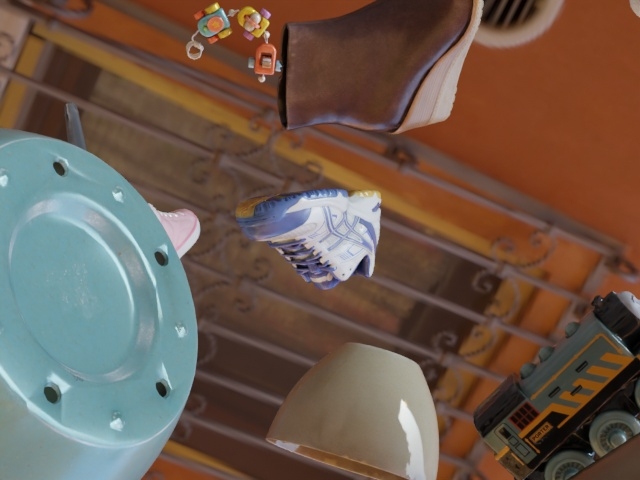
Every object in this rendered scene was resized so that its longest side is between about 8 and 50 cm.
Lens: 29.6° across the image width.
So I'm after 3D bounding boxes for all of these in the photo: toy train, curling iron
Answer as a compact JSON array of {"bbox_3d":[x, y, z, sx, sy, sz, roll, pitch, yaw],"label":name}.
[{"bbox_3d":[-0.141,-0.337,2.053,0.046,0.166,0.125,-107,-152,-71],"label":"toy train"},{"bbox_3d":[0.376,0.225,1.727,0.334,0.190,0.142,-46,-177,14],"label":"toy train"},{"bbox_3d":[-0.318,-0.056,1.625,0.068,0.035,0.274,137,-59,-68],"label":"curling iron"}]

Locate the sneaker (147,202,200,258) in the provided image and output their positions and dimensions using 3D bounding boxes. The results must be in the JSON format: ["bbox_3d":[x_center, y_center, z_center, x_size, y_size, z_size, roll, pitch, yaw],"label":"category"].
[{"bbox_3d":[-0.160,-0.016,1.177,0.051,0.070,0.134,-13,-157,21],"label":"sneaker"}]

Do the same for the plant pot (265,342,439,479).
[{"bbox_3d":[0.074,0.277,1.974,0.284,0.284,0.191,146,-37,-72],"label":"plant pot"}]

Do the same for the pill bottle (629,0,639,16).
[{"bbox_3d":[0.431,-0.318,1.487,0.116,0.065,0.065,-40,-152,65],"label":"pill bottle"}]

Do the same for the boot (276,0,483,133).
[{"bbox_3d":[0.063,-0.232,1.316,0.090,0.207,0.248,-130,-137,-57],"label":"boot"}]

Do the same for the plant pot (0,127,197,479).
[{"bbox_3d":[-0.218,0.066,0.717,0.235,0.293,0.293,-25,-147,30],"label":"plant pot"}]

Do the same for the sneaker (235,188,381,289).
[{"bbox_3d":[0.000,0.000,1.557,0.296,0.112,0.131,-2,90,-58],"label":"sneaker"}]

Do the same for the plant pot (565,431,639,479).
[{"bbox_3d":[0.396,0.350,1.373,0.280,0.323,0.323,-47,-170,0],"label":"plant pot"}]
